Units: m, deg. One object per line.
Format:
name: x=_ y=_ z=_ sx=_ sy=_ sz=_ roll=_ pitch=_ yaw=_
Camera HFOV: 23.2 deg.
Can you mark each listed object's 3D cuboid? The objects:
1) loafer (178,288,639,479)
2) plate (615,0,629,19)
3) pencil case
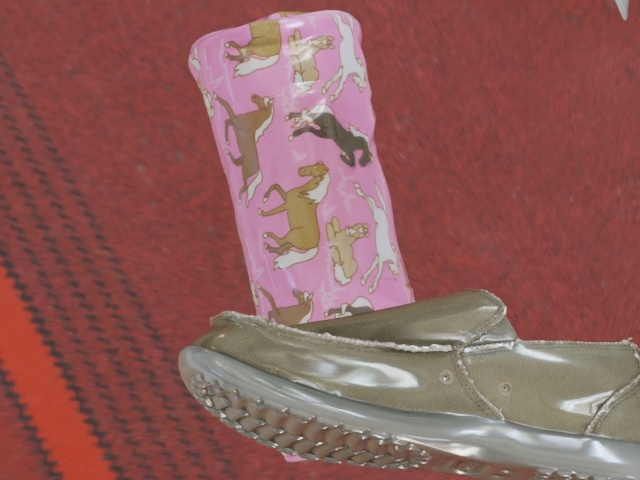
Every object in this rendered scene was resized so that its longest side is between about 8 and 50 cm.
loafer: x=0.054 y=0.069 z=0.780 sx=0.251 sy=0.094 sz=0.087 roll=13 pitch=70 yaw=-12
plate: x=0.171 y=-0.235 z=1.031 sx=0.024 sy=0.188 sz=0.188 roll=-26 pitch=79 yaw=13
pencil case: x=0.000 y=0.000 z=1.323 sx=0.160 sy=0.167 sz=0.386 roll=-21 pitch=79 yaw=43
